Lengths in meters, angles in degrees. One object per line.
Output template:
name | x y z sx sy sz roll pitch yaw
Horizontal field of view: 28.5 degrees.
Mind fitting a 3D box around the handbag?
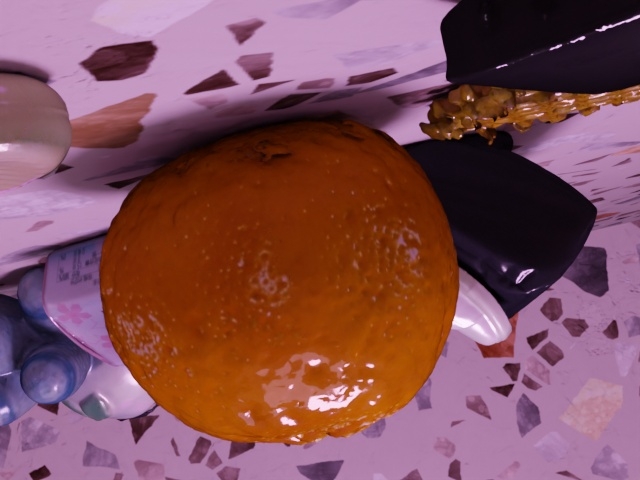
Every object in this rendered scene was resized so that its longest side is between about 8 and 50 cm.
handbag | 0.175 -0.040 1.541 0.178 0.275 0.302 -56 175 -8

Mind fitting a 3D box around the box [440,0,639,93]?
box | 0.263 -0.172 0.885 0.290 0.073 0.289 -18 172 37

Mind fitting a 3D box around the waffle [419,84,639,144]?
waffle | 0.217 -0.139 1.185 0.228 0.051 0.231 -13 175 -29

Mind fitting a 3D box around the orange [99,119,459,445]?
orange | -0.034 0.048 1.191 0.340 0.293 0.340 -14 173 -2

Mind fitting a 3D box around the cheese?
cheese | -0.267 -0.063 0.795 0.137 0.064 0.227 -23 170 40

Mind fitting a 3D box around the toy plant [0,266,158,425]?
toy plant | -0.382 0.143 1.754 0.247 0.247 0.332 -18 165 34

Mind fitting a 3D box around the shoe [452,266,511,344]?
shoe | 0.092 0.056 1.420 0.110 0.265 0.095 -53 -166 -13

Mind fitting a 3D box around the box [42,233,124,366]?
box | -0.136 0.046 1.548 0.369 0.112 0.190 -15 147 22
